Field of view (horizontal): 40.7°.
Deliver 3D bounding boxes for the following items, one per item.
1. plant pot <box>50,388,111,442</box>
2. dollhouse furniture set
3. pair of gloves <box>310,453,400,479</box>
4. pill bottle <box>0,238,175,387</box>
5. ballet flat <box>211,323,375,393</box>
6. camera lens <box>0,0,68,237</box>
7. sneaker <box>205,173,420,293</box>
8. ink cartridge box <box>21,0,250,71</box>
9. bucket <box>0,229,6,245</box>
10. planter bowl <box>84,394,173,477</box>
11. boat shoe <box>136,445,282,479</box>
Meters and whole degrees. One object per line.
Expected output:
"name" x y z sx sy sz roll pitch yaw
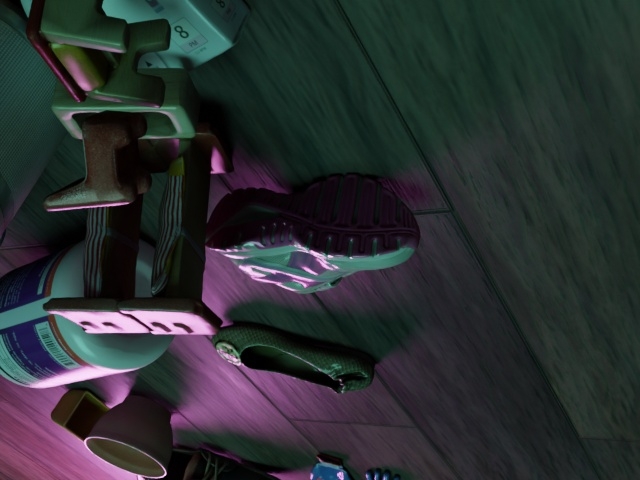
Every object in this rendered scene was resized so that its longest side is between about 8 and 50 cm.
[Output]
"plant pot" -0.481 0.342 1.697 0.083 0.081 0.081 5 145 40
"dollhouse furniture set" -0.191 -0.053 0.764 0.152 0.201 0.374 0 161 7
"pair of gloves" 0.073 0.453 1.605 0.198 0.023 0.159 13 146 13
"pill bottle" -0.351 0.106 1.196 0.323 0.181 0.181 -17 132 43
"ballet flat" -0.045 0.175 1.240 0.250 0.058 0.084 11 145 14
"camera lens" -0.381 -0.100 0.832 0.219 0.274 0.219 14 146 10
"sneaker" 0.000 0.000 0.942 0.252 0.103 0.111 3 148 34
"ink cartridge box" -0.205 -0.232 0.754 0.189 0.066 0.232 -15 137 42
"bucket" -0.527 -0.010 1.022 0.281 0.281 0.183 33 106 -18
"planter bowl" -0.345 0.359 1.617 0.162 0.109 0.162 14 146 9
"boat shoe" -0.231 0.489 1.723 0.355 0.132 0.130 1 142 26
